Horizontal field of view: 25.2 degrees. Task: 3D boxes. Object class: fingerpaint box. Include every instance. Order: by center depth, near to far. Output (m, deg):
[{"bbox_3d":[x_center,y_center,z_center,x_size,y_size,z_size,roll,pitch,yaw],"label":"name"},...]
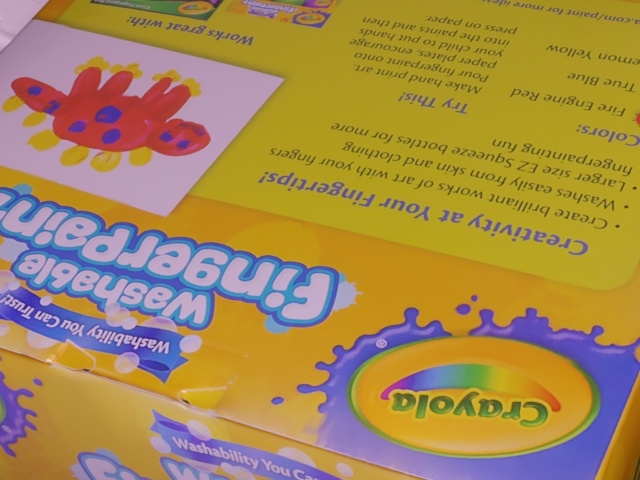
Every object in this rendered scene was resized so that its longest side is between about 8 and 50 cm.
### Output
[{"bbox_3d":[0.000,0.000,0.822,0.445,0.163,0.371,13,49,24],"label":"fingerpaint box"}]

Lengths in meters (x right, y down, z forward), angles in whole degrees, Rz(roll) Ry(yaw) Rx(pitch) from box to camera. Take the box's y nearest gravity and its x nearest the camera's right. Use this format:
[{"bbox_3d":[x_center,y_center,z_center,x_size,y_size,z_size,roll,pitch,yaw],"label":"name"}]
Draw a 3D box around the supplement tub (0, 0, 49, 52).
[{"bbox_3d":[-0.210,-0.121,0.996,0.071,0.107,0.071,8,51,-10],"label":"supplement tub"}]
